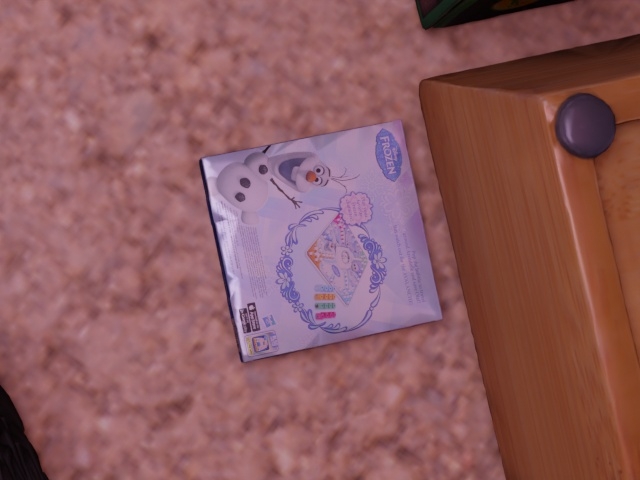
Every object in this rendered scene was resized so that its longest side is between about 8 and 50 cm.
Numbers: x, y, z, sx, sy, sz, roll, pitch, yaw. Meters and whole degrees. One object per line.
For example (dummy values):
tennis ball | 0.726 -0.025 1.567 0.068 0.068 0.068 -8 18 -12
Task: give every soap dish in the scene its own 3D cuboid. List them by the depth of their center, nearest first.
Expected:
soap dish | 0.209 0.011 0.680 0.290 0.118 0.229 -12 89 -10

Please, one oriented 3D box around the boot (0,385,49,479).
boot | -0.283 0.264 0.592 0.445 0.146 0.367 -19 89 -5

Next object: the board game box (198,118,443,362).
board game box | 0.000 0.000 0.697 0.090 0.020 0.090 -11 89 -8

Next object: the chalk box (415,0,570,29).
chalk box | 0.113 -0.197 0.644 0.288 0.180 0.179 -12 89 -10
